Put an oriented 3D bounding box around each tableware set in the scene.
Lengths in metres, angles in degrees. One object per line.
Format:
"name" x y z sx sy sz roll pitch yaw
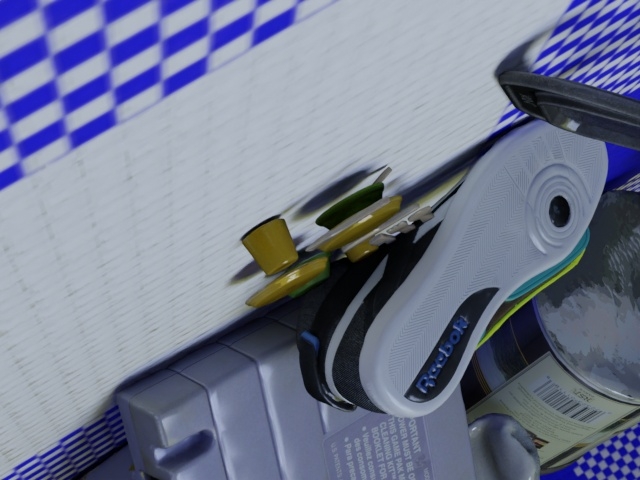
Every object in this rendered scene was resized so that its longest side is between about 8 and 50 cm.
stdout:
"tableware set" 0.000 0.000 0.792 0.104 0.024 0.154 -31 172 11

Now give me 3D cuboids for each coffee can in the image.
"coffee can" 0.242 0.096 1.520 0.201 0.201 0.275 -28 170 -26

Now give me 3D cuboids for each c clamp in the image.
"c clamp" 0.153 -0.054 0.760 0.022 0.137 0.160 -70 162 2

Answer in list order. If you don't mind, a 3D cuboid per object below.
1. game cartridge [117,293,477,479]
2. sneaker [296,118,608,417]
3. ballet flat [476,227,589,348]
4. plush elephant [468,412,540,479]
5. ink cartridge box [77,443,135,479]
"game cartridge" 0.009 0.205 1.016 0.230 0.355 0.068 -29 -151 -37
"sneaker" 0.062 0.005 0.906 0.217 0.079 0.121 -48 -154 -25
"ballet flat" 0.106 0.040 1.205 0.231 0.077 0.077 -30 -173 -27
"plush elephant" 0.042 0.220 1.450 0.272 0.255 0.330 5 154 33
"ink cartridge box" -0.097 0.232 1.184 0.232 0.171 0.168 -36 170 16
